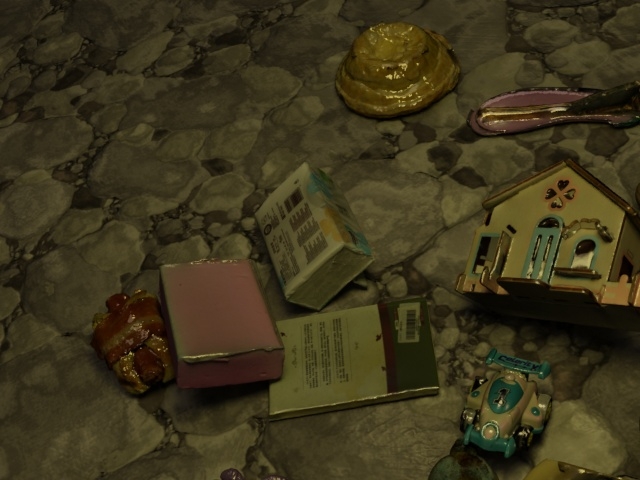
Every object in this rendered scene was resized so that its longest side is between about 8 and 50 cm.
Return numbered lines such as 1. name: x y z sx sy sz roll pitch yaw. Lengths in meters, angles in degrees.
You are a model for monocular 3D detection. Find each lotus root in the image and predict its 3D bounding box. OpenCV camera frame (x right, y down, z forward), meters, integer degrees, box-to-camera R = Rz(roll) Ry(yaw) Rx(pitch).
1. lotus root: 0.204 0.366 1.283 0.113 0.088 0.192 -7 36 15

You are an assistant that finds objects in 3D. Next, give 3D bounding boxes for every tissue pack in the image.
1. tissue pack: 0.000 0.000 1.652 0.159 0.145 0.229 -45 43 20

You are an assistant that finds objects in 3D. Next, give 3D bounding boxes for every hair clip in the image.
1. hair clip: 0.474 -0.268 1.793 0.358 0.095 0.110 -3 83 24

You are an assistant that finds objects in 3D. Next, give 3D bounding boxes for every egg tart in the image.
1. egg tart: 0.162 -0.390 1.950 0.290 0.115 0.290 -7 49 8

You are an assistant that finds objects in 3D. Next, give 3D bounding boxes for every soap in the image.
1. soap: -0.175 0.138 1.546 0.181 0.081 0.259 -5 37 -16

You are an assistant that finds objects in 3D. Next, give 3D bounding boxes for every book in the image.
1. book: 0.050 0.196 1.520 0.289 0.026 0.201 -10 47 8

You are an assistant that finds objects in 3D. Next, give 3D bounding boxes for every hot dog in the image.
1. hot dog: -0.330 0.173 1.598 0.146 0.103 0.213 -31 50 -15

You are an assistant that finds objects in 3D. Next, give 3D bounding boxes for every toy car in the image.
1. toy car: 0.273 0.241 1.344 0.126 0.098 0.161 13 26 26

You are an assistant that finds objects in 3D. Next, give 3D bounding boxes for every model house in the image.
1. model house: 0.390 -0.002 1.411 0.326 0.169 0.244 4 64 46

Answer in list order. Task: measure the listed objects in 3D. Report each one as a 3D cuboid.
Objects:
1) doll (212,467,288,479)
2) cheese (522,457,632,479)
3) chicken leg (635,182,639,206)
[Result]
1. doll: -0.093 0.400 1.350 0.190 0.050 0.115 11 32 3
2. cheese: 0.349 0.451 1.150 0.259 0.128 0.316 2 52 32
3. chicken leg: 0.616 -0.037 1.541 0.085 0.069 0.198 -20 54 0
